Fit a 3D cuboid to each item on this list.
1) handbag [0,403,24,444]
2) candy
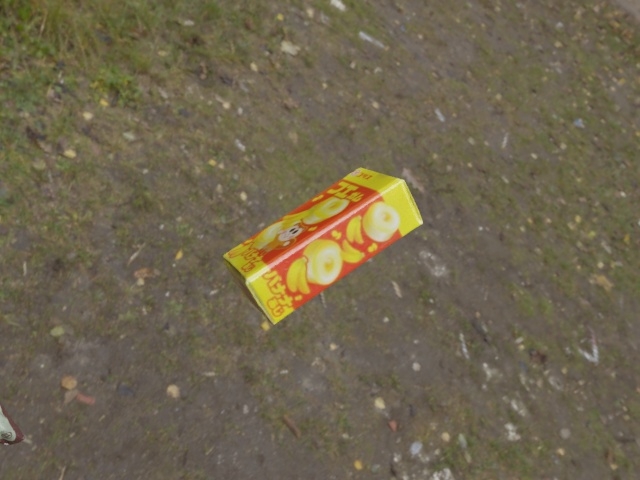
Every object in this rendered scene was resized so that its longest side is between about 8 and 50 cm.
[{"bbox_3d":[-0.622,0.284,1.106,0.235,0.127,0.213,-29,104,-39],"label":"handbag"},{"bbox_3d":[0.000,0.000,1.050,0.276,0.146,0.088,-34,111,-13],"label":"candy"}]
